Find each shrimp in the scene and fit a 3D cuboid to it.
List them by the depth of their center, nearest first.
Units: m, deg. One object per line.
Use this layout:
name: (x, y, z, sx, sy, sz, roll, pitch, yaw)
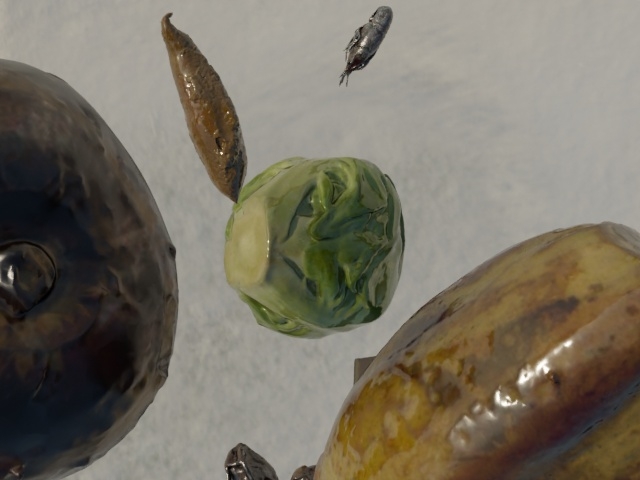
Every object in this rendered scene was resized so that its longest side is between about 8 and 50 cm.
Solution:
shrimp: (0.076, -0.347, 1.855, 0.056, 0.065, 0.165, 35, 104, -20)

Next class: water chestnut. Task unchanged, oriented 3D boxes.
water chestnut: (-0.244, 0.028, 0.712, 0.300, 0.300, 0.300, -7, 117, -15)

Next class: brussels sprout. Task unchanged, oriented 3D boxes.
brussels sprout: (0.000, 0.000, 1.700, 0.328, 0.328, 0.247, 23, 146, -26)

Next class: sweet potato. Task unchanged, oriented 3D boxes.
sweet potato: (-0.115, -0.136, 1.067, 0.060, 0.068, 0.206, -34, 104, -39)

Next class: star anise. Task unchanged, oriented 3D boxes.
star anise: (-0.068, 0.387, 1.470, 0.220, 0.099, 0.214, -34, 93, 29)

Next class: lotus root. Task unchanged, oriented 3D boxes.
lotus root: (0.123, 0.102, 0.633, 0.193, 0.193, 0.291, 35, 117, -29)

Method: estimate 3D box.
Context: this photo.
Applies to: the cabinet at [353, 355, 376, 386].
cabinet: (0.149, 0.260, 1.309, 0.174, 0.215, 0.148, -13, 154, 37)
